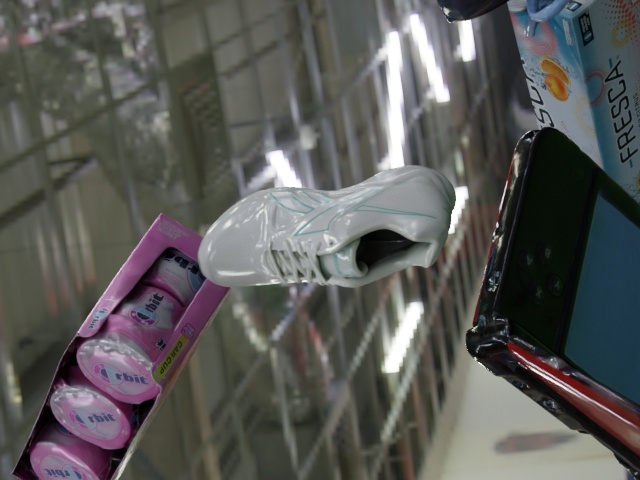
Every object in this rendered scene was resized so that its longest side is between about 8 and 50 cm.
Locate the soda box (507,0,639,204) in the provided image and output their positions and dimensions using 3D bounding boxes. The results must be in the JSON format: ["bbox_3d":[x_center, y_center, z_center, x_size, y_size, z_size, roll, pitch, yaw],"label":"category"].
[{"bbox_3d":[0.174,-0.091,0.936,0.058,0.063,0.183,31,152,45],"label":"soda box"}]

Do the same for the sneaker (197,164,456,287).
[{"bbox_3d":[0.000,0.000,0.823,0.061,0.152,0.054,-82,-26,-55],"label":"sneaker"}]

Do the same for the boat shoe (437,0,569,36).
[{"bbox_3d":[0.060,-0.125,0.587,0.109,0.258,0.089,21,-102,-69],"label":"boat shoe"}]

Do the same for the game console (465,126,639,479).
[{"bbox_3d":[0.122,0.041,0.451,0.144,0.085,0.124,38,-124,-32],"label":"game console"}]

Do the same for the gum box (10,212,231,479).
[{"bbox_3d":[-0.119,0.078,0.909,0.107,0.062,0.188,-60,1,-42],"label":"gum box"}]
